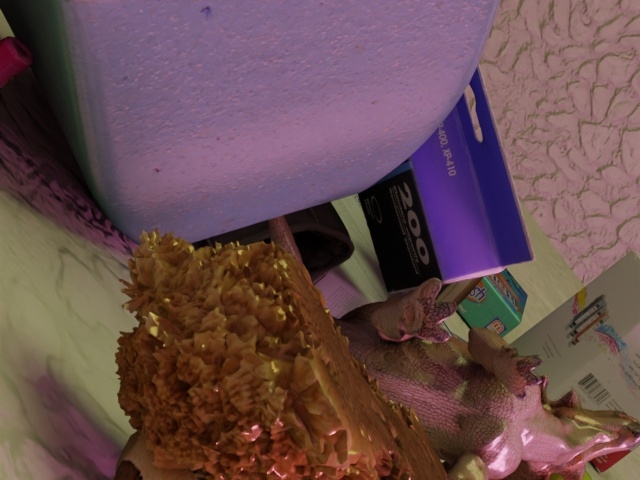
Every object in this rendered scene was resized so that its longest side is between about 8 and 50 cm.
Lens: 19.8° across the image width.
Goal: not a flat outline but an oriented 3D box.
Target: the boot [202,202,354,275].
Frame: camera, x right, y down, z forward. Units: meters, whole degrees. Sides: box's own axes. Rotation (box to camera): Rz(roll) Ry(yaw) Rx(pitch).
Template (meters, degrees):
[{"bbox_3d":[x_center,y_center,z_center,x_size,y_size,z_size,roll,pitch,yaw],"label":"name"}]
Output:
[{"bbox_3d":[-0.033,-0.069,1.226,0.189,0.076,0.208,-15,48,-31],"label":"boot"}]

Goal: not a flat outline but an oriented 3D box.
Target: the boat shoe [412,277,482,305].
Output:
[{"bbox_3d":[0.080,0.002,1.354,0.073,0.080,0.223,43,7,-5],"label":"boat shoe"}]

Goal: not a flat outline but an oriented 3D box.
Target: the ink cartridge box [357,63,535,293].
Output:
[{"bbox_3d":[0.055,-0.072,1.135,0.208,0.045,0.206,157,-83,-76],"label":"ink cartridge box"}]

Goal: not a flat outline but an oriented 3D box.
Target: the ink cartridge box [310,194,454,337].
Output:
[{"bbox_3d":[0.000,0.000,1.351,0.224,0.045,0.223,35,18,-50],"label":"ink cartridge box"}]

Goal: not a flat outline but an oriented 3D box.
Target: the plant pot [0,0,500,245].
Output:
[{"bbox_3d":[-0.058,-0.141,1.003,0.252,0.247,0.247,94,-28,-48],"label":"plant pot"}]

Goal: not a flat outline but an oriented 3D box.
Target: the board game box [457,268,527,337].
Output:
[{"bbox_3d":[0.152,0.024,1.952,0.160,0.047,0.210,52,11,0],"label":"board game box"}]

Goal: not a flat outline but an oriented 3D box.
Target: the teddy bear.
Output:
[{"bbox_3d":[0.007,0.137,0.816,0.245,0.113,0.338,65,8,28],"label":"teddy bear"}]

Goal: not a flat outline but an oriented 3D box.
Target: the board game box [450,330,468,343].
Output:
[{"bbox_3d":[0.131,0.151,1.435,0.211,0.039,0.160,57,12,28],"label":"board game box"}]

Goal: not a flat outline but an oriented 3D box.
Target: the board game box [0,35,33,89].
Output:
[{"bbox_3d":[-0.319,-0.251,0.819,0.390,0.050,0.390,56,10,21],"label":"board game box"}]

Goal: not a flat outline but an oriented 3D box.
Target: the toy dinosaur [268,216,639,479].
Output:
[{"bbox_3d":[0.061,0.093,1.138,0.295,0.127,0.200,35,1,-4],"label":"toy dinosaur"}]

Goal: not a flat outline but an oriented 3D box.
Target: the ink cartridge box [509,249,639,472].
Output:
[{"bbox_3d":[0.318,0.127,1.956,0.128,0.176,0.127,47,11,-25],"label":"ink cartridge box"}]

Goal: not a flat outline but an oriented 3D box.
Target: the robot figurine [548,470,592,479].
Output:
[{"bbox_3d":[0.139,0.172,1.256,0.115,0.101,0.067,19,-13,47],"label":"robot figurine"}]
